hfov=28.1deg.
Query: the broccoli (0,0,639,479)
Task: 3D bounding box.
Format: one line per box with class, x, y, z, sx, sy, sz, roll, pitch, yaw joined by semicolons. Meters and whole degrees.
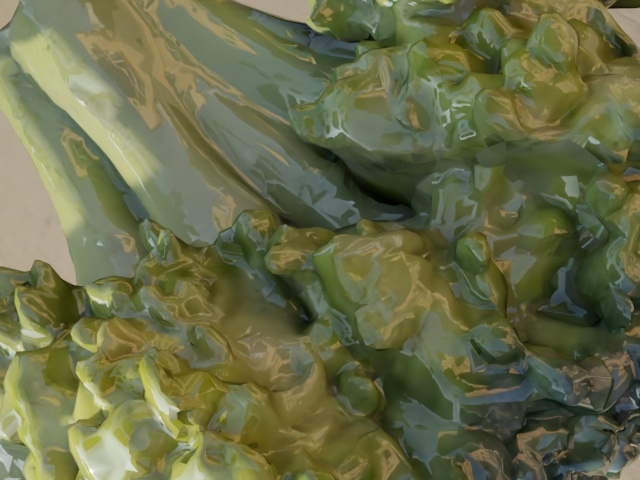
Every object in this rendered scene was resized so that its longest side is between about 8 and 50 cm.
broccoli;-0.008;0.007;0.505;0.281;0.347;0.293;51;167;4
